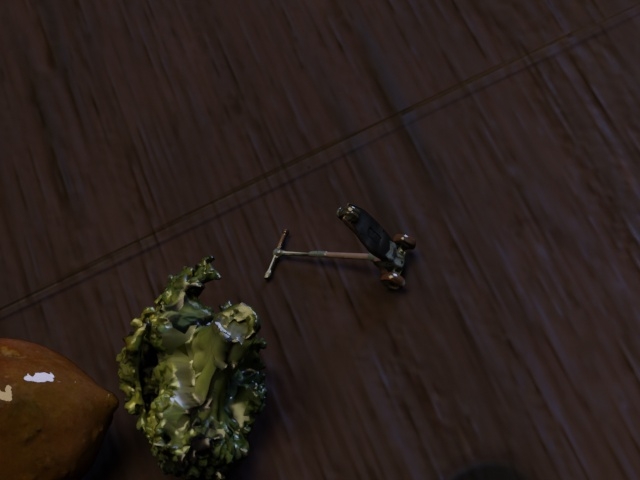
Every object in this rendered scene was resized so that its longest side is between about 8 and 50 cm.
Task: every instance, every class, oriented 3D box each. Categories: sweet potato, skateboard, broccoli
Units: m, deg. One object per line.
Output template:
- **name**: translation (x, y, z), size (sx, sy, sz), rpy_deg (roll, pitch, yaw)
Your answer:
- **sweet potato**: translation (-0.243, 0.103, 0.989), size (0.292, 0.097, 0.097), rpy_deg (-4, 53, 21)
- **skateboard**: translation (0.000, 0.000, 0.994), size (0.083, 0.064, 0.032), rpy_deg (0, 61, 36)
- **broccoli**: translation (-0.061, 0.065, 0.945), size (0.095, 0.092, 0.097), rpy_deg (41, 49, 7)
